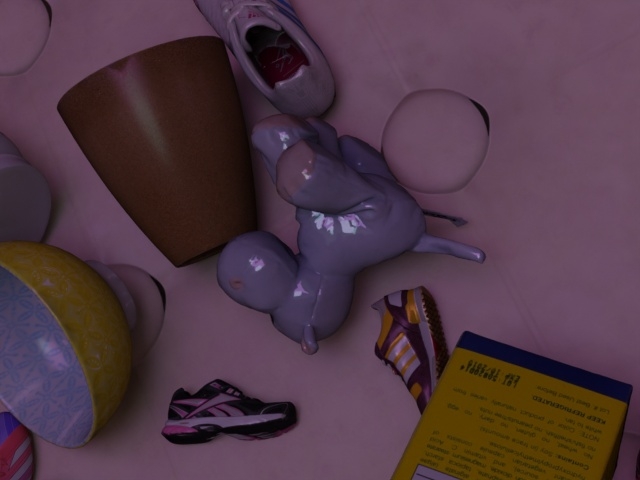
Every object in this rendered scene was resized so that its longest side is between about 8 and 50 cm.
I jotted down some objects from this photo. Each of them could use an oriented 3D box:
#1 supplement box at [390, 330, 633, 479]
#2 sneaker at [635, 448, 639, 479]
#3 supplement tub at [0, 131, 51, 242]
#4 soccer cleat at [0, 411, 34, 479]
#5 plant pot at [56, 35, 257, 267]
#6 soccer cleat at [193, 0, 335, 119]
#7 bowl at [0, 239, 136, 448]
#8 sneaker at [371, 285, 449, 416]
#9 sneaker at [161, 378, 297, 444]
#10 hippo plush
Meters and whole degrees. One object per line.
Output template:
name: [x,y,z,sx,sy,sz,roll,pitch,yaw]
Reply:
supplement box: [0.174,0.309,1.133,0.194,0.195,0.356,18,55,21]
sneaker: [0.490,0.281,1.164,0.299,0.121,0.112,27,117,20]
supplement tub: [-0.566,-0.084,1.522,0.325,0.235,0.235,28,87,22]
soccer cleat: [-0.449,0.353,1.453,0.083,0.095,0.248,6,79,19]
plant pot: [-0.185,-0.103,1.426,0.237,0.237,0.254,-25,88,11]
soccer cleat: [-0.090,-0.306,1.468,0.116,0.143,0.331,-39,68,6]
bowl: [-0.338,0.111,1.426,0.289,0.289,0.156,33,46,22]
sneaker: [0.113,0.152,1.338,0.084,0.069,0.185,-17,66,22]
sneaker: [-0.120,0.214,1.395,0.178,0.072,0.077,-5,65,11]
hippo plush: [0.000,0.000,1.360,0.294,0.234,0.236,29,107,-17]
